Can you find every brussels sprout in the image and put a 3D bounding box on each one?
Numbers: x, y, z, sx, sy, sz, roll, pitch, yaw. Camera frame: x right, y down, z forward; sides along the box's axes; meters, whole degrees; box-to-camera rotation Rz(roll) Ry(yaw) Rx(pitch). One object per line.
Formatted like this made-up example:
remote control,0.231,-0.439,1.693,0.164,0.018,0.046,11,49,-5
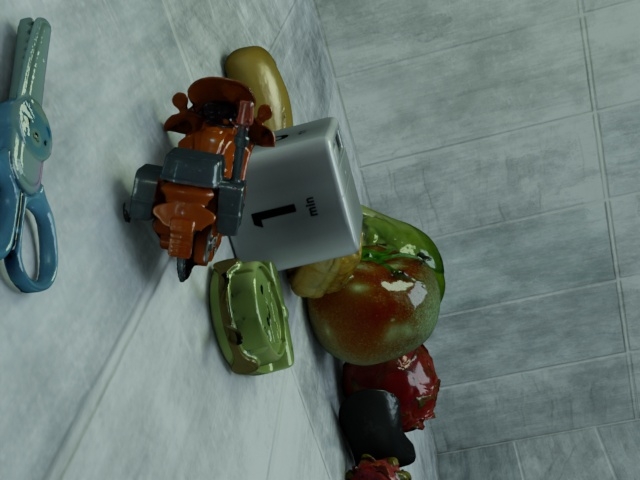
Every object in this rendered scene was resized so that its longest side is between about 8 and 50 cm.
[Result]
brussels sprout,0.160,0.080,2.020,0.355,0.281,0.289,49,-8,-3

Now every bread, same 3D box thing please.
bread,0.000,0.002,1.513,0.236,0.120,0.198,120,-31,-58
bread,-0.108,-0.258,1.490,0.147,0.098,0.217,-53,129,-73

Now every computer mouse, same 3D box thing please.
computer mouse,0.123,0.441,1.754,0.088,0.146,0.264,-89,162,-49

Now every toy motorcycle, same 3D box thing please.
toy motorcycle,-0.137,-0.085,0.972,0.326,0.147,0.221,-90,-172,-75

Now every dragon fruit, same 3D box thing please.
dragon fruit,0.129,0.548,1.707,0.133,0.150,0.208,31,-29,36
dragon fruit,0.167,0.342,1.881,0.241,0.240,0.253,44,59,-73

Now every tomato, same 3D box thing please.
tomato,0.105,0.140,1.743,0.303,0.303,0.239,-65,158,-75

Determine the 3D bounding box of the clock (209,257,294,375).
clock,-0.101,0.105,1.114,0.232,0.069,0.170,31,47,-77

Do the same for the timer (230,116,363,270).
timer,-0.047,-0.074,1.292,0.192,0.194,0.194,-76,151,-70

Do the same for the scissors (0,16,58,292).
scissors,-0.245,-0.086,0.650,0.125,0.030,0.256,64,18,-58
